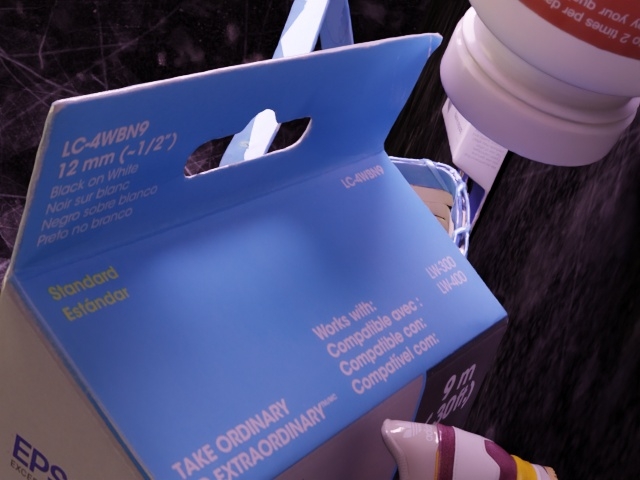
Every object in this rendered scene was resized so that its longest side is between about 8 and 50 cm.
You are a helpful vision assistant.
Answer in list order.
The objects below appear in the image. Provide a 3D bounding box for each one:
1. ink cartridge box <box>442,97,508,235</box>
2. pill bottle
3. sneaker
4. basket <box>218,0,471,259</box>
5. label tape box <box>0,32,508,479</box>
[{"bbox_3d":[0.147,-0.129,0.952,0.223,0.045,0.223,-76,9,-74],"label":"ink cartridge box"},{"bbox_3d":[0.132,-0.139,0.451,0.121,0.121,0.216,-70,3,-49],"label":"pill bottle"},{"bbox_3d":[0.025,0.160,0.453,0.069,0.084,0.185,-83,16,-82],"label":"sneaker"},{"bbox_3d":[0.000,0.000,0.753,0.254,0.201,0.288,-70,-27,-45],"label":"basket"},{"bbox_3d":[-0.029,0.094,0.501,0.249,0.115,0.347,-23,-40,-52],"label":"label tape box"}]
